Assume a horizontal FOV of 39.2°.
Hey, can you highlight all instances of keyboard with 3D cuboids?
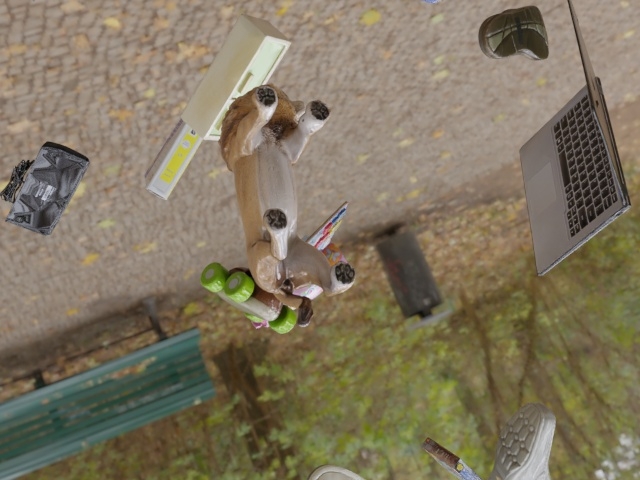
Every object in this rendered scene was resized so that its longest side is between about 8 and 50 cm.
[{"bbox_3d":[-0.427,-0.089,1.375,0.100,0.038,0.192,24,131,-22],"label":"keyboard"}]

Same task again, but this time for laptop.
[{"bbox_3d":[0.469,-0.216,1.815,0.236,0.382,0.408,22,136,-20],"label":"laptop"}]

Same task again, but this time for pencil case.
[{"bbox_3d":[-0.064,0.111,2.294,0.284,0.124,0.124,-32,169,-19],"label":"pencil case"}]

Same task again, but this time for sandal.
[{"bbox_3d":[0.302,-0.324,1.435,0.060,0.090,0.219,1,-164,41],"label":"sandal"}]

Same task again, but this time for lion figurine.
[{"bbox_3d":[-0.062,-0.051,1.204,0.142,0.392,0.240,7,159,-19],"label":"lion figurine"}]

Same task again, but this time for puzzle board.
[{"bbox_3d":[0.000,0.000,1.481,0.128,0.011,0.096,-45,165,-41],"label":"puzzle board"}]

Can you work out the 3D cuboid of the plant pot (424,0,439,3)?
[{"bbox_3d":[0.277,-0.638,1.868,0.236,0.212,0.236,-25,-169,34],"label":"plant pot"}]

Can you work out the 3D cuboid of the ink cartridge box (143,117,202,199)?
[{"bbox_3d":[-0.334,-0.258,2.233,0.307,0.072,0.303,-56,-166,1],"label":"ink cartridge box"}]

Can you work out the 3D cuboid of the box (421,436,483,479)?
[{"bbox_3d":[0.273,0.460,1.840,0.027,0.094,0.137,-48,-160,-10],"label":"box"}]

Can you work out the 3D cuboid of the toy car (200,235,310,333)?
[{"bbox_3d":[-0.096,0.048,1.656,0.155,0.149,0.188,41,74,-41],"label":"toy car"}]

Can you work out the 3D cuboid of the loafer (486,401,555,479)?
[{"bbox_3d":[0.413,0.459,1.819,0.112,0.112,0.319,2,121,-21],"label":"loafer"}]

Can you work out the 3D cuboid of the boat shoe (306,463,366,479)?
[{"bbox_3d":[0.072,0.478,1.500,0.116,0.319,0.099,-49,-156,-13],"label":"boat shoe"}]

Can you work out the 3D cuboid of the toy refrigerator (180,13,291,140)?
[{"bbox_3d":[-0.183,-0.347,1.957,0.269,0.094,0.102,-54,158,21],"label":"toy refrigerator"}]
